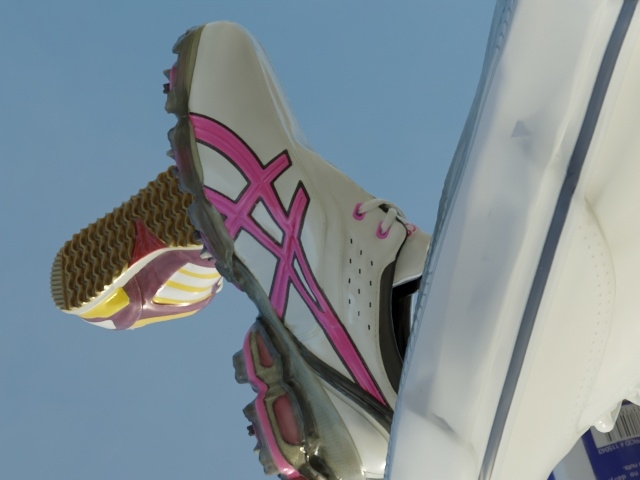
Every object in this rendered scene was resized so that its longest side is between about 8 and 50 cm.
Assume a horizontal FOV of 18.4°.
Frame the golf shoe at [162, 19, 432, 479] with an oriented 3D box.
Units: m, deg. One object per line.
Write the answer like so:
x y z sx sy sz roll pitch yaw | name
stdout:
0.000 0.000 0.736 0.067 0.086 0.186 11 -121 -74 | golf shoe

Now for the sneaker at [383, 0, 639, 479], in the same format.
0.075 0.004 0.515 0.091 0.258 0.094 15 -150 1 | sneaker

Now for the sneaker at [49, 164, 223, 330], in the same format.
-0.080 0.001 1.249 0.084 0.185 0.069 27 -135 -50 | sneaker

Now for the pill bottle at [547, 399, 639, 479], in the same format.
0.193 0.186 1.230 0.112 0.112 0.186 0 -117 -35 | pill bottle
